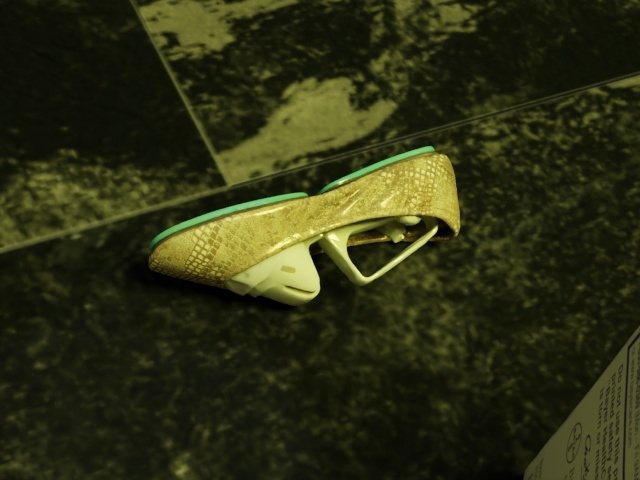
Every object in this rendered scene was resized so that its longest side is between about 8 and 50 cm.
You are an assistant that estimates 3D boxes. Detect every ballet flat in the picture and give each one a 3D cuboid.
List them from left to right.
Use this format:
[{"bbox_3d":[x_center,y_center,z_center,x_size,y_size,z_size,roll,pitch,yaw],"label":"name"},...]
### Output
[{"bbox_3d":[0.000,0.000,0.871,0.206,0.073,0.067,-19,78,-22],"label":"ballet flat"}]

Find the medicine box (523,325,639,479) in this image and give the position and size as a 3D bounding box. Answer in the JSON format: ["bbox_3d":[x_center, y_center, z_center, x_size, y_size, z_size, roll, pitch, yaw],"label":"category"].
[{"bbox_3d":[0.265,0.144,0.707,0.264,0.289,0.149,14,54,-6],"label":"medicine box"}]
